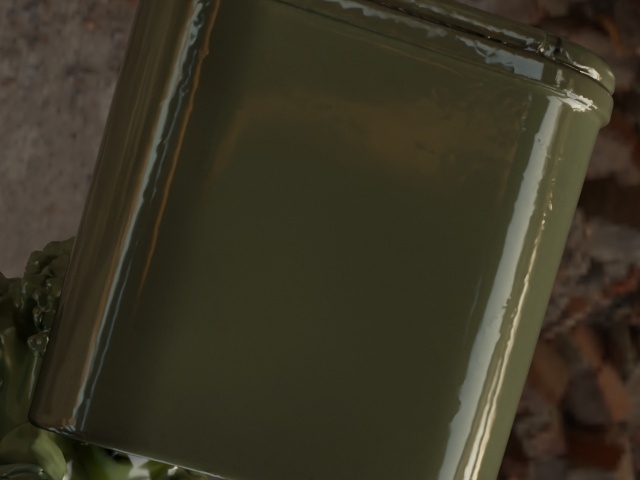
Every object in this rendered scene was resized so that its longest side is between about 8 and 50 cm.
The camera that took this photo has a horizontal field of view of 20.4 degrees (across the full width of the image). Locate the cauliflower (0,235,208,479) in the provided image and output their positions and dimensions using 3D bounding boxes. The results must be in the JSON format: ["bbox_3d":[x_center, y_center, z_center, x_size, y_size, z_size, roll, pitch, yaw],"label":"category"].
[{"bbox_3d":[-0.158,0.127,0.955,0.327,0.260,0.281,33,152,-20],"label":"cauliflower"}]

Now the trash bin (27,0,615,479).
[{"bbox_3d":[0.000,0.000,0.860,0.243,0.247,0.121,18,173,-12],"label":"trash bin"}]
